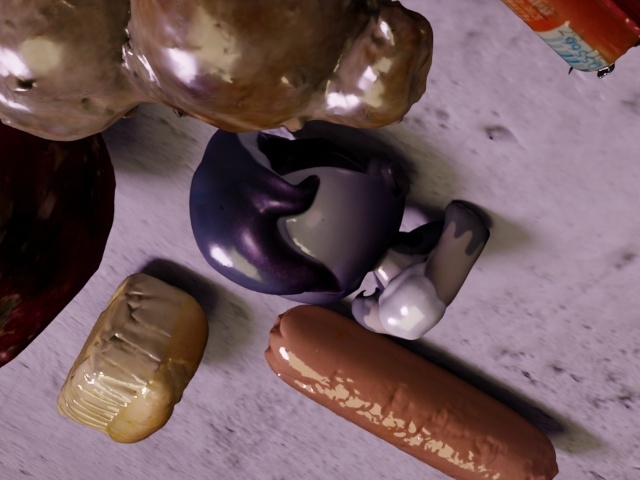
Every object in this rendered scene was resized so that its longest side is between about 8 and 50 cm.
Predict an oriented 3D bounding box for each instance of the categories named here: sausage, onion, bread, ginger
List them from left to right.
[{"bbox_3d":[-0.356,-0.066,1.522,0.385,0.347,0.348,59,169,25],"label":"onion"},{"bbox_3d":[-0.179,0.120,1.858,0.106,0.140,0.236,26,159,-8],"label":"bread"},{"bbox_3d":[-0.105,-0.158,1.186,0.375,0.176,0.256,16,138,23],"label":"ginger"},{"bbox_3d":[0.081,0.146,1.713,0.289,0.086,0.086,28,156,-7],"label":"sausage"},{"bbox_3d":[0.078,-0.196,1.031,0.264,0.083,0.083,40,153,-23],"label":"sausage"}]

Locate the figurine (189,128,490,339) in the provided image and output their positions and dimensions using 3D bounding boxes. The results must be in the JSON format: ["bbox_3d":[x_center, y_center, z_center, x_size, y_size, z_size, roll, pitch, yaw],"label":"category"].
[{"bbox_3d":[0.000,0.000,1.430,0.222,0.145,0.145,29,157,-18],"label":"figurine"}]

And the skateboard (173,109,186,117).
[{"bbox_3d":[-0.141,-0.121,1.471,0.083,0.032,0.064,21,166,5],"label":"skateboard"}]
